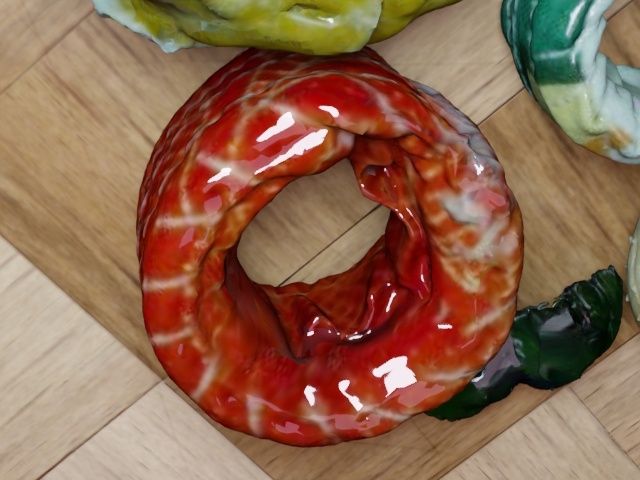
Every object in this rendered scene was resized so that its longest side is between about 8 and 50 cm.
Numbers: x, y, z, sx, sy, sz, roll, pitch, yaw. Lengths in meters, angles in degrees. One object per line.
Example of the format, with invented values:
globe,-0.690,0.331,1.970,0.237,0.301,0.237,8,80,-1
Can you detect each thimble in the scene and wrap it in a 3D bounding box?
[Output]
thimble,0.000,0.000,0.880,0.350,0.230,0.350,-3,115,-7
thimble,0.318,-0.205,0.871,0.288,0.167,0.254,-12,116,-2

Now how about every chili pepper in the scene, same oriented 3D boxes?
chili pepper,0.213,0.117,1.025,0.264,0.116,0.148,-22,118,2

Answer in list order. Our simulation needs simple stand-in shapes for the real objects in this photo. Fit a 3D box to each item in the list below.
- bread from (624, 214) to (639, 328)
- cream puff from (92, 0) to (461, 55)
bread,0.470,0.032,0.995,0.305,0.159,0.305,-5,112,-12
cream puff,-0.045,-0.320,0.711,0.378,0.275,0.378,-13,134,-13
